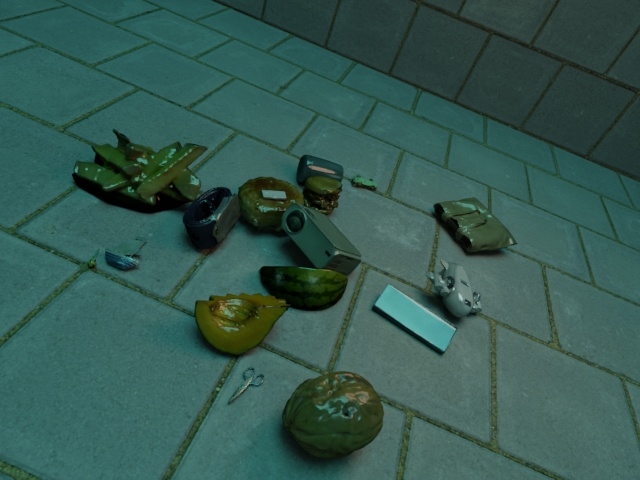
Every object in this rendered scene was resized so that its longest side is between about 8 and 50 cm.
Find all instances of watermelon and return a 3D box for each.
[{"bbox_3d":[-0.040,0.155,1.390,0.304,0.159,0.128,8,80,-15],"label":"watermelon"}]

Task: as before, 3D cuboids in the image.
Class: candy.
[{"bbox_3d":[-0.650,0.048,1.273,0.023,0.025,0.083,-3,37,-3],"label":"candy"}]

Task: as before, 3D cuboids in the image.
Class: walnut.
[{"bbox_3d":[0.035,0.412,1.048,0.245,0.198,0.198,-1,45,-22],"label":"walnut"}]

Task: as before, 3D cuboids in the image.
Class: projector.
[{"bbox_3d":[0.000,0.000,1.494,0.250,0.108,0.198,49,15,27],"label":"projector"}]

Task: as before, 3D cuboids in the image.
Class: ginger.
[{"bbox_3d":[-0.604,-0.283,1.518,0.414,0.211,0.358,12,39,-11],"label":"ginger"}]

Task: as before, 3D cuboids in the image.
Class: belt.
[{"bbox_3d":[-0.354,-0.070,1.460,0.140,0.126,0.230,4,39,15],"label":"belt"}]

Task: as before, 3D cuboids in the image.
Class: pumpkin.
[{"bbox_3d":[-0.221,0.228,1.229,0.254,0.149,0.130,2,1,-16],"label":"pumpkin"}]

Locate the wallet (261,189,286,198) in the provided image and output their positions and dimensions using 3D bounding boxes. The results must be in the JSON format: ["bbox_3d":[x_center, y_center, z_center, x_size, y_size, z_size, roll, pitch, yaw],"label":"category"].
[{"bbox_3d":[-0.163,-0.160,1.541,0.083,0.011,0.044,2,41,-18],"label":"wallet"}]

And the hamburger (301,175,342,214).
[{"bbox_3d":[0.002,-0.180,1.742,0.159,0.131,0.185,25,33,16],"label":"hamburger"}]

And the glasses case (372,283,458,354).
[{"bbox_3d":[0.306,0.260,1.455,0.266,0.056,0.105,33,65,12],"label":"glasses case"}]

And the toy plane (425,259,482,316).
[{"bbox_3d":[0.477,0.173,1.575,0.245,0.117,0.244,26,41,-25],"label":"toy plane"}]

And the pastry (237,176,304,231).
[{"bbox_3d":[-0.185,-0.133,1.608,0.257,0.120,0.235,-4,43,-25],"label":"pastry"}]

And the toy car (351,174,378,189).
[{"bbox_3d":[0.200,-0.258,1.981,0.122,0.035,0.059,14,40,-23],"label":"toy car"}]

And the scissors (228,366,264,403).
[{"bbox_3d":[-0.195,0.372,1.124,0.058,0.014,0.119,31,38,17],"label":"scissors"}]

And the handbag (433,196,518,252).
[{"bbox_3d":[0.666,-0.069,1.928,0.253,0.109,0.315,-8,49,-25],"label":"handbag"}]

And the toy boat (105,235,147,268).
[{"bbox_3d":[-0.581,0.026,1.315,0.105,0.034,0.149,10,42,-17],"label":"toy boat"}]

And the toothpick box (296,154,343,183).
[{"bbox_3d":[0.001,-0.287,1.860,0.184,0.120,0.120,9,42,-20],"label":"toothpick box"}]
